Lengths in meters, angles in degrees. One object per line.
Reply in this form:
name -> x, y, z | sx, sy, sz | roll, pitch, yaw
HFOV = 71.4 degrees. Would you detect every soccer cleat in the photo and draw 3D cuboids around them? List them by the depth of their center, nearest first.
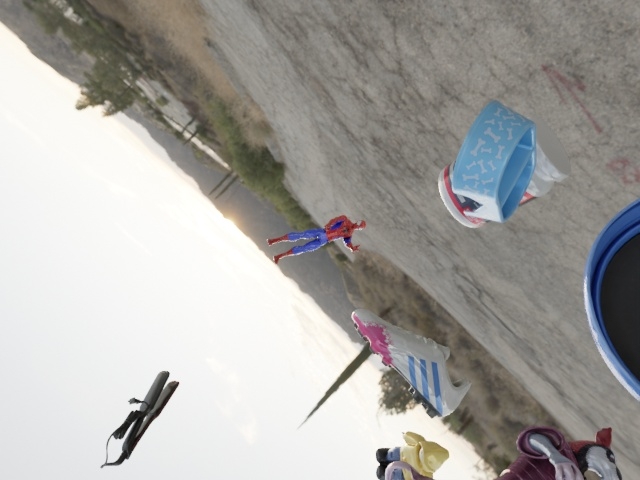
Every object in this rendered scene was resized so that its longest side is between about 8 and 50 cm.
soccer cleat -> 0.219, 0.267, 1.073 | 0.331, 0.143, 0.116 | 48, 178, 1

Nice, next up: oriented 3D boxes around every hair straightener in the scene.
hair straightener -> -0.404, 0.380, 0.973 | 0.047, 0.231, 0.089 | -4, 127, 33

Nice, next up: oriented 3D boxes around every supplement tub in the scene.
supplement tub -> 0.458, -0.168, 1.133 | 0.191, 0.272, 0.191 | 20, -126, -31

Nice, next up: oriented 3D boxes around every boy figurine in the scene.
boy figurine -> 0.260, 0.634, 1.263 | 0.092, 0.178, 0.285 | 14, 147, -16

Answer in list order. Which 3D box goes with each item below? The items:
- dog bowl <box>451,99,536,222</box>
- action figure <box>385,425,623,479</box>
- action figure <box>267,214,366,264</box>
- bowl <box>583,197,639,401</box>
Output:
dog bowl -> 0.323, -0.125, 0.803 | 0.074, 0.166, 0.297 | 29, 180, 29
action figure -> 0.340, 0.426, 0.729 | 0.248, 0.369, 0.275 | 66, 161, -4
action figure -> 0.000, 0.000, 1.225 | 0.139, 0.280, 0.092 | -123, 15, -75
bowl -> 0.571, 0.094, 0.601 | 0.391, 0.391, 0.077 | 43, 171, 31
